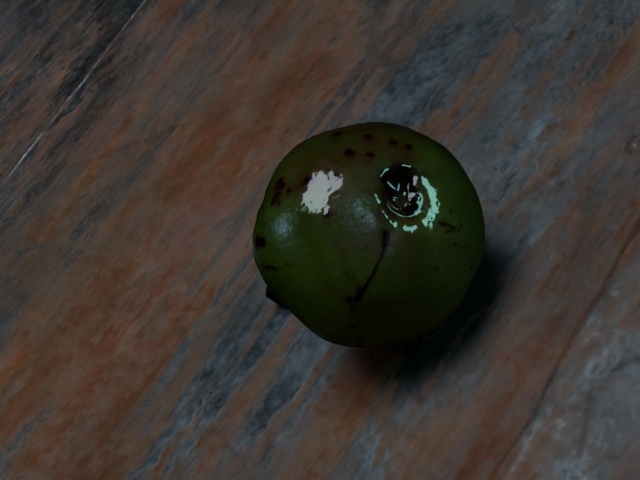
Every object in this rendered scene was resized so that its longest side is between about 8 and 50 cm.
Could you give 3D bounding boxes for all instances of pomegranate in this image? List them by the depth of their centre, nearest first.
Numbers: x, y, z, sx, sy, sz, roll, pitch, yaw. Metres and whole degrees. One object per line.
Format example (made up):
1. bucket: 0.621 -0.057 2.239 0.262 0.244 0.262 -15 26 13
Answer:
1. pomegranate: 0.042 0.005 1.212 0.179 0.210 0.179 -3 69 9

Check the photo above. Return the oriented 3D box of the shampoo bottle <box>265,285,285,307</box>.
1. shampoo bottle: 0.000 0.000 1.366 0.048 0.027 0.137 10 57 52
